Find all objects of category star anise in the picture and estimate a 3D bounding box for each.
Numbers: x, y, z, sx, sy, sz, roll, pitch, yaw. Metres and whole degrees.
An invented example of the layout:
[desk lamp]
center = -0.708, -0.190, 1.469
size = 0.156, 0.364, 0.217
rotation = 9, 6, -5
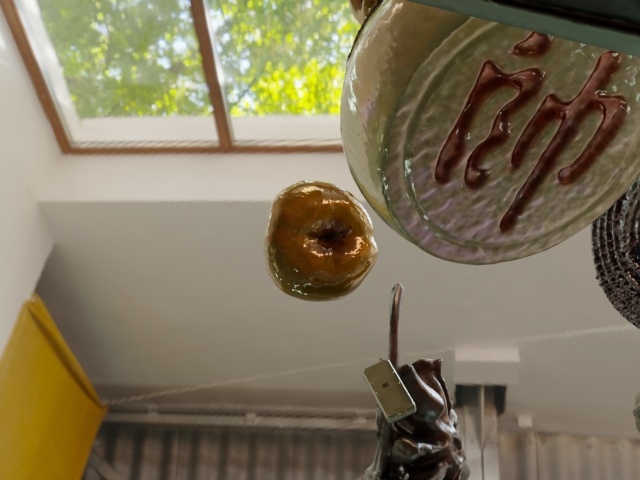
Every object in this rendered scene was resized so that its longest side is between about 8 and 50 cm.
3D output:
[star anise]
center = 0.136, 0.287, 1.158
size = 0.139, 0.316, 0.360
rotation = -7, -126, 15

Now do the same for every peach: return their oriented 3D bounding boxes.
[peach]
center = 0.000, 0.000, 1.148
size = 0.179, 0.179, 0.103
rotation = -30, -173, -22

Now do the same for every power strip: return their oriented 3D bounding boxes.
[power strip]
center = 0.086, 0.190, 1.011
size = 0.040, 0.016, 0.090
rotation = -23, -133, -8

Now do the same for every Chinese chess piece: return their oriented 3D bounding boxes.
[Chinese chess piece]
center = 0.148, -0.109, 0.647
size = 0.269, 0.270, 0.112
rotation = -15, -140, -8

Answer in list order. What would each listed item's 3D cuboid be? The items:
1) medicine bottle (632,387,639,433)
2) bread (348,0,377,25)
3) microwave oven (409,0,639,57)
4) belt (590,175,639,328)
[medicine bottle]
center = 0.709, 0.276, 1.377
size = 0.282, 0.375, 0.123
rotation = 6, -114, 7
[bread]
center = 0.168, -0.458, 1.372
size = 0.305, 0.142, 0.091
rotation = -25, -143, -34
[microwave oven]
center = 0.119, -0.230, 0.356
size = 0.295, 0.181, 0.238
rotation = 25, -109, 33
[belt]
center = 0.419, -0.015, 0.845
size = 0.122, 0.260, 0.325
rotation = 14, -173, -15
